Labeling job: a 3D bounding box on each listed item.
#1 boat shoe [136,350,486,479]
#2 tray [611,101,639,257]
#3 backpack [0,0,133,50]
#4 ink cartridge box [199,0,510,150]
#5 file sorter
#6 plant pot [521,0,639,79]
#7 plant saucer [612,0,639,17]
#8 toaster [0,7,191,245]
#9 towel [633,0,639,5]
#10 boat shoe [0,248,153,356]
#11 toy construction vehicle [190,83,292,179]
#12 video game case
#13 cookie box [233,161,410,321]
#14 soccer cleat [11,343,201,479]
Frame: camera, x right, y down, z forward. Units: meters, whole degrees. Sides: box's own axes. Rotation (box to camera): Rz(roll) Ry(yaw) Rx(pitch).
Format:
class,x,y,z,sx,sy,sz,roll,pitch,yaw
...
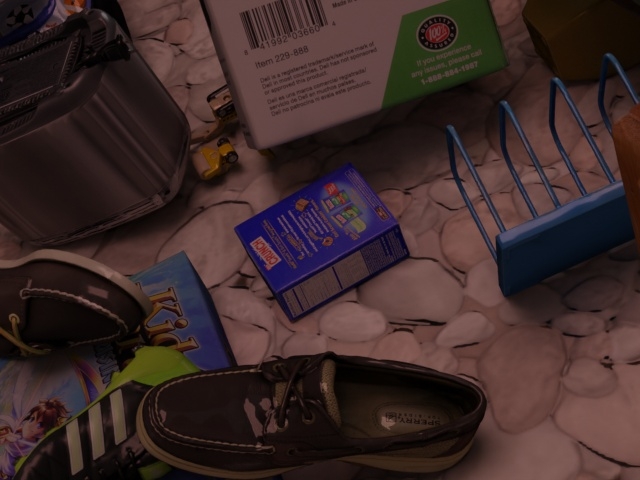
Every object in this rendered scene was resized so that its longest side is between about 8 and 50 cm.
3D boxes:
class,x,y,z,sx,sy,sz,roll,pitch,yaw
boat shoe,-0.002,0.104,0.895,0.223,0.073,0.080,4,55,-13
tray,0.240,0.127,0.579,0.076,0.411,0.203,-35,44,-11
backpack,-0.335,-0.202,1.316,0.263,0.213,0.277,-32,53,10
ink cartridge box,-0.001,-0.240,1.119,0.211,0.289,0.121,-18,6,-5
file sorter,0.183,-0.054,0.977,0.170,0.118,0.105,-24,71,0
plant pot,0.213,-0.178,1.144,0.083,0.081,0.081,-30,43,2
plant saucer,0.305,-0.253,1.109,0.310,0.050,0.311,6,52,-7
toaster,-0.209,-0.091,1.176,0.227,0.146,0.129,-19,43,25
towel,0.306,-0.238,1.043,0.370,0.040,0.271,40,54,20
boat shoe,-0.218,0.053,1.021,0.227,0.081,0.069,2,48,38
toy construction vehicle,-0.071,-0.091,1.222,0.098,0.035,0.086,-34,54,-6
video game case,-0.164,0.155,0.994,0.244,0.061,0.269,-25,42,-2
cookie box,0.000,0.000,1.088,0.107,0.040,0.092,-29,43,-5
soccer cleat,-0.139,0.141,0.910,0.072,0.060,0.179,30,62,27
